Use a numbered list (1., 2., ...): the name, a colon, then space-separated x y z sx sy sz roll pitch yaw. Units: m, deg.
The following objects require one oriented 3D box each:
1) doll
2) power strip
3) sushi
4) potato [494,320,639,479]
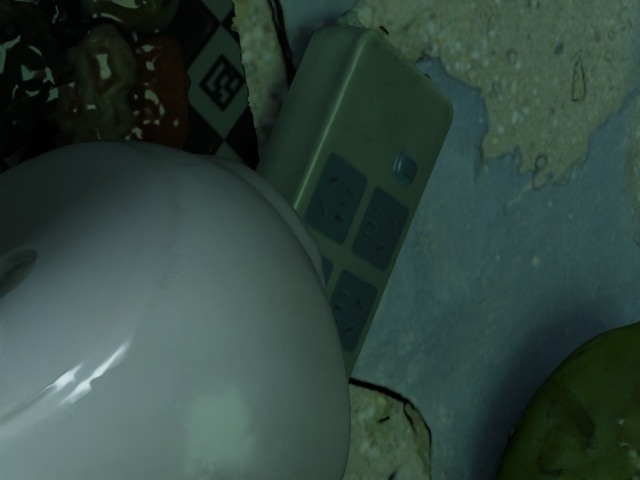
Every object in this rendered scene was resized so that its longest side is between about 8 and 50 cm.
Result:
1. doll: -0.079 0.078 0.525 0.221 0.251 0.221 -8 103 -39
2. power strip: 0.000 0.000 0.710 0.118 0.046 0.270 31 78 -49
3. sushi: -0.114 -0.084 0.595 0.219 0.047 0.231 -24 115 -36
4. potato: 0.226 0.166 0.894 0.253 0.148 0.186 -47 111 -13
